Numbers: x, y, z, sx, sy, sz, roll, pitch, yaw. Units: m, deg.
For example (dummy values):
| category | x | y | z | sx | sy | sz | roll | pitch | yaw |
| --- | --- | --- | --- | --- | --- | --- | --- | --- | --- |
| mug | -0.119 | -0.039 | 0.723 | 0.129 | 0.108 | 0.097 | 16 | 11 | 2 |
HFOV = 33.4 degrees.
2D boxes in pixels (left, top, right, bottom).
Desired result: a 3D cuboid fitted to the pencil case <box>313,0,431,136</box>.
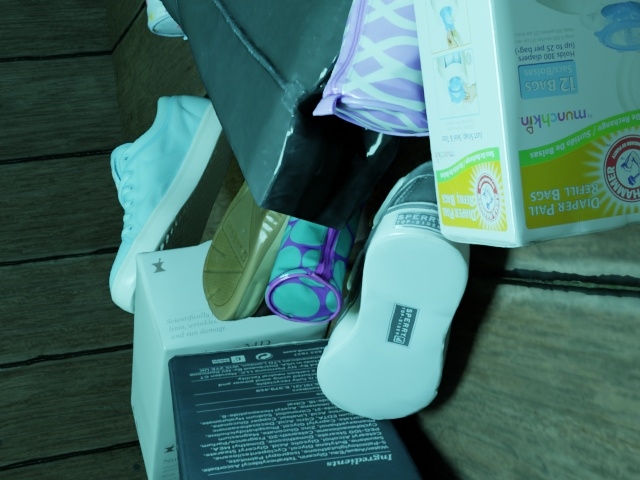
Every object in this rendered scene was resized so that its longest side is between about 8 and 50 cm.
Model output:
| category | x | y | z | sx | sy | sz | roll | pitch | yaw |
| --- | --- | --- | --- | --- | --- | --- | --- | --- | --- |
| pencil case | 0.058 | -0.171 | 0.702 | 0.086 | 0.088 | 0.206 | 1 | 79 | 52 |

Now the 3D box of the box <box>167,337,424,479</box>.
| category | x | y | z | sx | sy | sz | roll | pitch | yaw |
| --- | --- | --- | --- | --- | --- | --- | --- | --- | --- |
| box | -0.026 | 0.313 | 1.060 | 0.395 | 0.212 | 0.293 | -123 | 29 | -69 |

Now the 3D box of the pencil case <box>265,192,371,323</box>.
| category | x | y | z | sx | sy | sz | roll | pitch | yaw |
| --- | --- | --- | --- | --- | --- | --- | --- | --- | --- |
| pencil case | 0.000 | 0.000 | 0.909 | 0.070 | 0.064 | 0.151 | -47 | 19 | 42 |

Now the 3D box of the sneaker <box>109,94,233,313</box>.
| category | x | y | z | sx | sy | sz | roll | pitch | yaw |
| --- | --- | --- | --- | --- | --- | --- | --- | --- | --- |
| sneaker | -0.238 | -0.059 | 1.505 | 0.135 | 0.150 | 0.366 | 88 | -161 | -51 |

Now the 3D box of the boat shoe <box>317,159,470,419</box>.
| category | x | y | z | sx | sy | sz | roll | pitch | yaw |
| --- | --- | --- | --- | --- | --- | --- | --- | --- | --- |
| boat shoe | 0.068 | 0.050 | 0.924 | 0.301 | 0.108 | 0.102 | 99 | -172 | -51 |

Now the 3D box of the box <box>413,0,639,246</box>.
| category | x | y | z | sx | sy | sz | roll | pitch | yaw |
| --- | --- | --- | --- | --- | --- | --- | --- | --- | --- |
| box | 0.129 | -0.105 | 0.626 | 0.103 | 0.114 | 0.203 | -170 | 73 | -72 |

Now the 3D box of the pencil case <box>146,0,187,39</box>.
| category | x | y | z | sx | sy | sz | roll | pitch | yaw |
| --- | --- | --- | --- | --- | --- | --- | --- | --- | --- |
| pencil case | -0.225 | -0.449 | 1.629 | 0.124 | 0.114 | 0.273 | 130 | 131 | -80 |

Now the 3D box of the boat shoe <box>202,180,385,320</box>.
| category | x | y | z | sx | sy | sz | roll | pitch | yaw |
| --- | --- | --- | --- | --- | --- | --- | --- | --- | --- |
| boat shoe | 0.003 | -0.050 | 1.059 | 0.342 | 0.123 | 0.123 | -61 | 38 | 28 |

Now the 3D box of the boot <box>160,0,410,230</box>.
| category | x | y | z | sx | sy | sz | roll | pitch | yaw |
| --- | --- | --- | --- | --- | --- | --- | --- | --- | --- |
| boot | -0.022 | -0.275 | 0.918 | 0.445 | 0.146 | 0.367 | -117 | 38 | -51 |

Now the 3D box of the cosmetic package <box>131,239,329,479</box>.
| category | x | y | z | sx | sy | sz | roll | pitch | yaw |
| --- | --- | --- | --- | --- | --- | --- | --- | --- | --- |
| cosmetic package | -0.135 | 0.168 | 1.431 | 0.385 | 0.217 | 0.156 | 103 | 152 | -53 |
